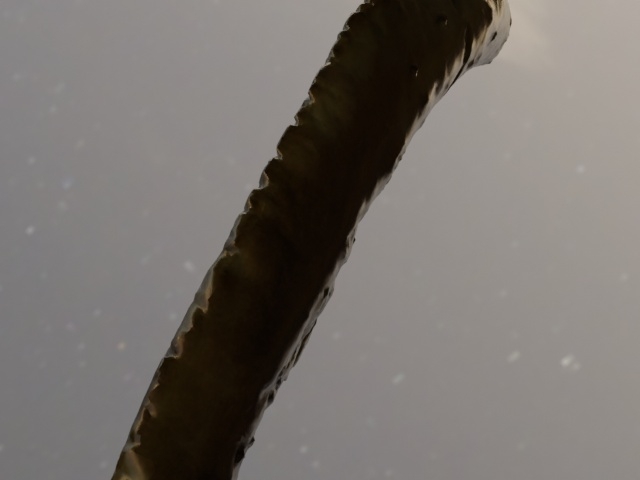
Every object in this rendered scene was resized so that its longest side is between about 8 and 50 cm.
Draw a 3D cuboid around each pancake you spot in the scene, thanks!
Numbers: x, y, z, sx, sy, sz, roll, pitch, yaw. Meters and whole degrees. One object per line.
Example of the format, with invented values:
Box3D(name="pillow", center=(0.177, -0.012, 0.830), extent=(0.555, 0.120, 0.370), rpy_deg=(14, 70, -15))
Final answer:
Box3D(name="pancake", center=(0.005, 0.002, 0.799), extent=(0.054, 0.197, 0.376), rpy_deg=(26, -123, 8))
